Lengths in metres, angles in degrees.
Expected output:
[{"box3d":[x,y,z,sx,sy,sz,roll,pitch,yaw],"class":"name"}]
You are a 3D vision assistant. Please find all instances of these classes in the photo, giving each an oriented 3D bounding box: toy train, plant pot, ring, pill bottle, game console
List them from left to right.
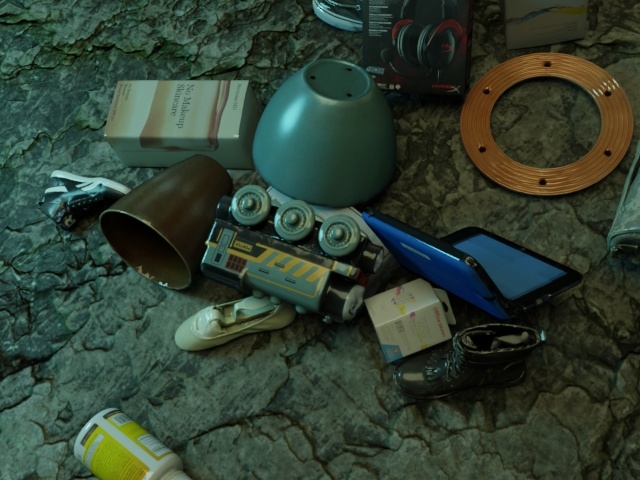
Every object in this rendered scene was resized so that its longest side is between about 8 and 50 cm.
[{"box3d":[-0.328,0.402,1.541,0.215,0.117,0.117,31,75,23],"class":"pill bottle"},{"box3d":[-0.282,-0.059,1.717,0.215,0.215,0.230,23,57,20],"class":"plant pot"},{"box3d":[-0.056,0.027,1.564,0.334,0.142,0.190,19,83,17],"class":"toy train"},{"box3d":[0.019,-0.235,1.671,0.290,0.195,0.290,5,46,-5],"class":"plant pot"},{"box3d":[0.259,0.007,1.491,0.173,0.250,0.293,-49,39,-9],"class":"game console"},{"box3d":[0.451,-0.234,1.736,0.337,0.032,0.336,-4,65,9],"class":"ring"}]

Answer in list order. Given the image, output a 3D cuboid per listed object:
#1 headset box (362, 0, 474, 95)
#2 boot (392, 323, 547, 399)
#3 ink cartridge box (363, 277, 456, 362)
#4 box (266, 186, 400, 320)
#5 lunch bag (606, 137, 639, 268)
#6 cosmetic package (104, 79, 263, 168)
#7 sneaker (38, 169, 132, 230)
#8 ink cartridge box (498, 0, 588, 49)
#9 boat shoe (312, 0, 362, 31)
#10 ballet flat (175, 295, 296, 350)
[{"box3d":[0.198,-0.452,1.745,0.218,0.293,0.110,6,25,13],"class":"headset box"},{"box3d":[0.243,0.195,1.462,0.263,0.229,0.091,-9,67,7],"class":"boot"},{"box3d":[0.166,0.139,1.567,0.143,0.092,0.090,-21,32,0],"class":"ink cartridge box"},{"box3d":[0.000,0.000,1.682,0.290,0.087,0.169,39,78,24],"class":"box"},{"box3d":[0.664,-0.076,1.517,0.256,0.212,0.305,19,69,18],"class":"lunch bag"},{"box3d":[-0.287,-0.247,1.831,0.296,0.129,0.153,1,64,11],"class":"cosmetic package"},{"box3d":[-0.497,-0.070,1.825,0.217,0.079,0.121,11,71,25],"class":"sneaker"},{"box3d":[0.451,-0.534,1.763,0.168,0.232,0.171,-7,64,10],"class":"ink cartridge box"},{"box3d":[0.139,-0.530,1.885,0.335,0.119,0.121,11,68,16],"class":"boat shoe"},{"box3d":[-0.170,0.146,1.651,0.248,0.086,0.086,-16,63,4],"class":"ballet flat"}]
